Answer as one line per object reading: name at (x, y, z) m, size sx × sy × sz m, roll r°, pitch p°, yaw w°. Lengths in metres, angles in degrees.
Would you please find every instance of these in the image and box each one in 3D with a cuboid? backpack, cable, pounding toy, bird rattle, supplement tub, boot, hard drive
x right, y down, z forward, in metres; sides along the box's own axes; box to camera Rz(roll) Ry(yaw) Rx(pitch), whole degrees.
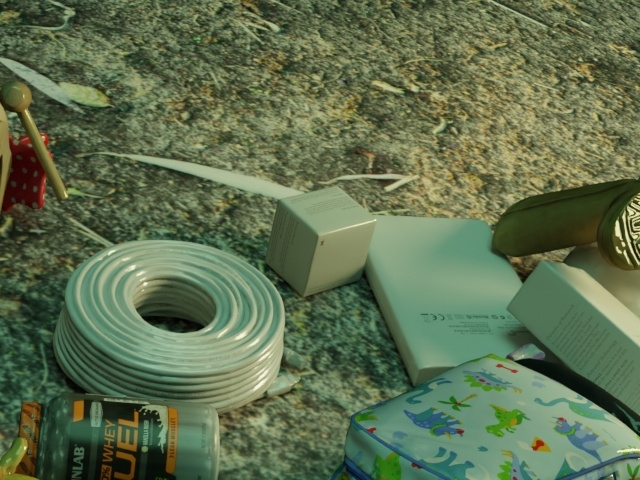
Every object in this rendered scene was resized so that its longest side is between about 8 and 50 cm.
backpack at (0.161, 0.249, 1.277) m, size 0.356 × 0.273 × 0.290 m, roll -28°, pitch 42°, yaw -29°
cable at (-0.167, 0.097, 1.491) m, size 0.257 × 0.089 × 0.257 m, roll 37°, pitch 39°, yaw 29°
pounding toy at (-0.372, -0.058, 1.492) m, size 0.155 × 0.269 × 0.154 m, roll 12°, pitch -5°, yaw -3°
bird rattle at (-0.457, -0.127, 1.625) m, size 0.254 × 0.207 × 0.143 m, roll 11°, pitch 51°, yaw 10°
supplement tub at (-0.200, 0.210, 1.289) m, size 0.190 × 0.117 × 0.117 m, roll 5°, pitch 35°, yaw -13°
boot at (0.330, -0.012, 1.685) m, size 0.270 × 0.089 × 0.236 m, roll -12°, pitch 12°, yaw 46°
hard drive at (0.171, 0.073, 1.701) m, size 0.203 × 0.040 × 0.307 m, roll 2°, pitch 35°, yaw -19°

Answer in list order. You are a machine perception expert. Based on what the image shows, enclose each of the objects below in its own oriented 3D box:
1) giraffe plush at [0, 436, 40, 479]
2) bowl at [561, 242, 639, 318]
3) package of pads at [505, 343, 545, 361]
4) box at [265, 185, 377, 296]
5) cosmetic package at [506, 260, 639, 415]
giraffe plush at (-0.253, 0.266, 1.136) m, size 0.210 × 0.170 × 0.181 m, roll -9°, pitch 41°, yaw -32°
bowl at (0.443, 0.069, 1.732) m, size 0.298 × 0.134 × 0.298 m, roll 10°, pitch 33°, yaw -7°
package of pads at (0.231, 0.165, 1.552) m, size 0.032 × 0.083 × 0.050 m, roll 33°, pitch 34°, yaw 34°
box at (0.000, 0.000, 1.688) m, size 0.101 × 0.102 × 0.087 m, roll -15°, pitch 41°, yaw -38°
cosmetic package at (0.344, 0.127, 1.578) m, size 0.117 × 0.085 × 0.231 m, roll 13°, pitch 26°, yaw -52°
